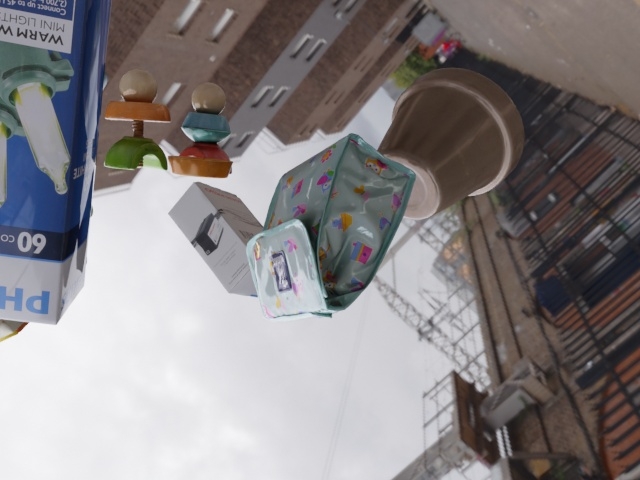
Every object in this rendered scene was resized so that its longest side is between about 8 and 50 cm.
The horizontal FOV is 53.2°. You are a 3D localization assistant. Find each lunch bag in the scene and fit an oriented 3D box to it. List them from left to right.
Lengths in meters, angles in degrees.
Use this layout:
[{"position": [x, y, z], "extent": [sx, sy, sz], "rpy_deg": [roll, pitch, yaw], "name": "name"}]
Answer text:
[{"position": [0.000, 0.000, 0.977], "extent": [0.160, 0.223, 0.262], "rpy_deg": [30, -113, -22], "name": "lunch bag"}]

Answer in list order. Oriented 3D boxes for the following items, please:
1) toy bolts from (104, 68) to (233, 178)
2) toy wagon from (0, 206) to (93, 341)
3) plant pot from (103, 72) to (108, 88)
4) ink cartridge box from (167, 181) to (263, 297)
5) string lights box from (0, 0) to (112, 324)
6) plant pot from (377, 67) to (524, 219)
[{"position": [-0.213, -0.192, 1.061], "extent": [0.219, 0.158, 0.229], "rpy_deg": [9, -171, 26], "name": "toy bolts"}, {"position": [-0.423, 0.014, 0.827], "extent": [0.344, 0.267, 0.068], "rpy_deg": [-112, -3, -55], "name": "toy wagon"}, {"position": [-0.556, -0.270, 1.134], "extent": [0.290, 0.195, 0.290], "rpy_deg": [23, 174, 2], "name": "plant pot"}, {"position": [-0.235, 0.003, 1.738], "extent": [0.307, 0.129, 0.223], "rpy_deg": [49, -166, 24], "name": "ink cartridge box"}, {"position": [-0.205, -0.089, 0.385], "extent": [0.134, 0.259, 0.076], "rpy_deg": [8, -166, -10], "name": "string lights box"}, {"position": [0.215, -0.157, 1.199], "extent": [0.263, 0.263, 0.229], "rpy_deg": [43, -126, 2], "name": "plant pot"}]
